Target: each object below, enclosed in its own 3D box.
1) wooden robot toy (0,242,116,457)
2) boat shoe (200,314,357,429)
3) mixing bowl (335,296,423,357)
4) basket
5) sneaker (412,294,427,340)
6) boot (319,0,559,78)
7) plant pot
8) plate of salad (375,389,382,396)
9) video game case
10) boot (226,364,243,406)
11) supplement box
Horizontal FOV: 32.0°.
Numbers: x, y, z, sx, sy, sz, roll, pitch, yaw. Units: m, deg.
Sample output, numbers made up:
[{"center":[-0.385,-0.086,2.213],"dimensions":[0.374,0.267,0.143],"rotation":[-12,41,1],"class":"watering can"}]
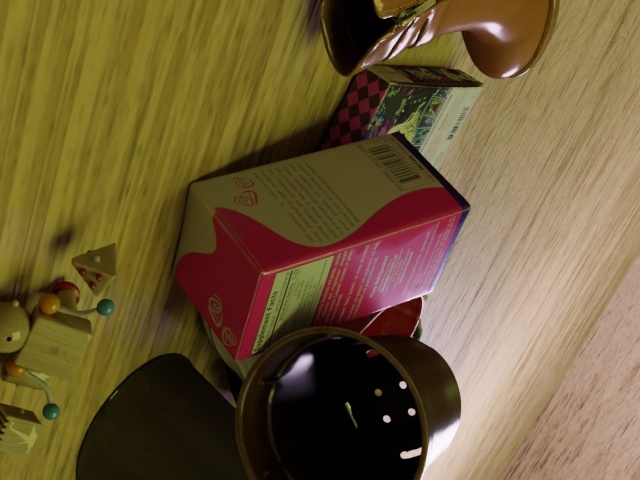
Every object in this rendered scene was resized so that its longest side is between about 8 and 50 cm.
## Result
[{"center":[-0.211,0.067,0.788],"dimensions":[0.079,0.076,0.173],"rotation":[20,110,-31],"class":"wooden robot toy"},{"center":[-0.020,0.135,1.073],"dimensions":[0.095,0.084,0.258],"rotation":[-38,125,7],"class":"boat shoe"},{"center":[0.019,0.103,1.232],"dimensions":[0.181,0.098,0.181],"rotation":[-43,157,-23],"class":"mixing bowl"},{"center":[-0.095,0.246,1.047],"dimensions":[0.154,0.227,0.204],"rotation":[-38,155,-33],"class":"basket"},{"center":[0.085,0.117,1.414],"dimensions":[0.071,0.083,0.190],"rotation":[-37,155,-39],"class":"sneaker"},{"center":[0.101,-0.193,0.922],"dimensions":[0.220,0.109,0.283],"rotation":[-45,155,-23],"class":"boot"},{"center":[0.039,0.151,0.954],"dimensions":[0.167,0.167,0.165],"rotation":[-58,160,14],"class":"plant pot"},{"center":[0.017,0.200,1.318],"dimensions":[0.200,0.048,0.199],"rotation":[2,87,-49],"class":"plate of salad"},{"center":[0.054,-0.066,1.118],"dimensions":[0.210,0.042,0.232],"rotation":[-13,136,-57],"class":"video game case"},{"center":[-0.054,0.208,1.156],"dimensions":[0.077,0.197,0.137],"rotation":[-23,151,1],"class":"boot"},{"center":[0.000,0.000,0.952],"dimensions":[0.220,0.111,0.114],"rotation":[-16,141,-34],"class":"supplement box"}]
